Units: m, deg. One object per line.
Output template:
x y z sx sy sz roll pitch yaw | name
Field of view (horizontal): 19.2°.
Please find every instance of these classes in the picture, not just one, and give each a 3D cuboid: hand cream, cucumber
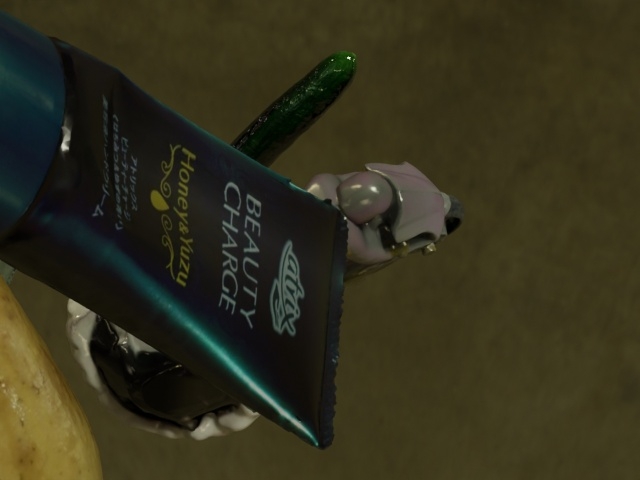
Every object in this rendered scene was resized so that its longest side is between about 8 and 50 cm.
-0.070 -0.006 0.795 0.061 0.270 0.120 -12 61 32 | hand cream
-0.036 -0.078 1.375 0.036 0.184 0.033 23 42 -32 | cucumber

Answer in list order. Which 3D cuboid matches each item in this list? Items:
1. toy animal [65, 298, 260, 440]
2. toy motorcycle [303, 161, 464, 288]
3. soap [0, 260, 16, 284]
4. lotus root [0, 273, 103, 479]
-0.116 0.077 1.773 0.208 0.156 0.204 -4 39 16 | toy animal
0.000 0.000 1.244 0.225 0.152 0.073 -18 73 -13 | toy motorcycle
-0.305 0.012 1.352 0.150 0.261 0.094 48 54 6 | soap
-0.134 0.076 0.616 0.125 0.221 0.118 -36 28 -29 | lotus root
